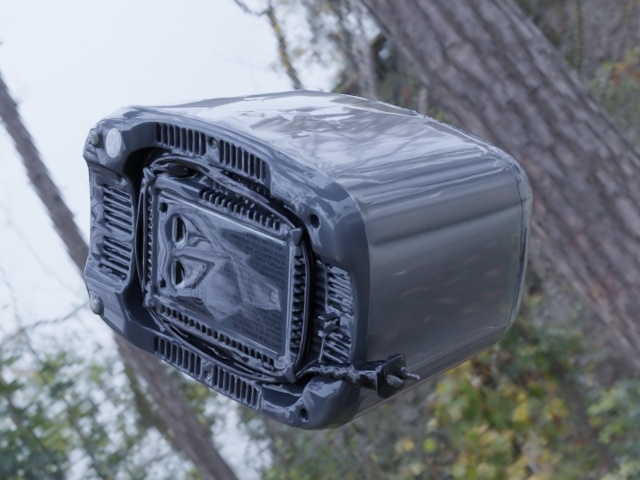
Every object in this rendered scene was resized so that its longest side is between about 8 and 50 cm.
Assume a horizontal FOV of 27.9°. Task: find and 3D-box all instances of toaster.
[{"bbox_3d":[0.000,0.000,0.621,0.146,0.227,0.129,-17,-63,-42],"label":"toaster"}]
